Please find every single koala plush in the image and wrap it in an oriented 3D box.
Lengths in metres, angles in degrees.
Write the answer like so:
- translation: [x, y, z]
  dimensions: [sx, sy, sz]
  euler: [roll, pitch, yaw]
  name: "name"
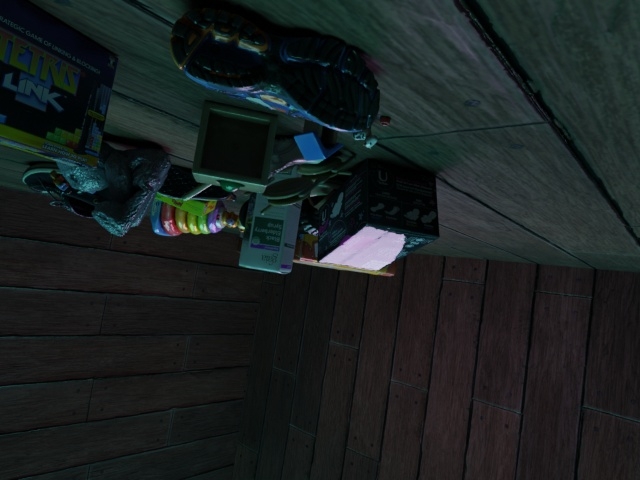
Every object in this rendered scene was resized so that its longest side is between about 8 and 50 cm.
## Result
- translation: [-0.468, -0.155, 0.972]
  dimensions: [0.221, 0.203, 0.196]
  euler: [31, -178, -14]
  name: "koala plush"

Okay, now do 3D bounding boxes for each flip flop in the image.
- translation: [0.043, -0.100, 1.079]
  dimensions: [0.277, 0.079, 0.112]
  euler: [7, 175, 15]
  name: "flip flop"

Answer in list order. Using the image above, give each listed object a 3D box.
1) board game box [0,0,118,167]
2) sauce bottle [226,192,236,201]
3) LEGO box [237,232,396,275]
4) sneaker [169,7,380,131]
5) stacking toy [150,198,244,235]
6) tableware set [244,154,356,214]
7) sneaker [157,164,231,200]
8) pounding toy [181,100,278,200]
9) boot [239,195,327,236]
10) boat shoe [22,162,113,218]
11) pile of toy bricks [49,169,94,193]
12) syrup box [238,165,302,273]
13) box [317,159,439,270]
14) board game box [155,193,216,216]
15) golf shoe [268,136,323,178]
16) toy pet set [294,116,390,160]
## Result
- translation: [-0.310, -0.168, 0.472]
  dimensions: [0.048, 0.140, 0.170]
  euler: [9, 177, 26]
  name: "board game box"
- translation: [-0.298, -0.145, 1.387]
  dimensions: [0.042, 0.042, 0.128]
  euler: [8, 175, 10]
  name: "sauce bottle"
- translation: [0.000, 0.000, 1.695]
  dimensions: [0.501, 0.192, 0.373]
  euler: [13, 174, -44]
  name: "LEGO box"
- translation: [-0.039, -0.171, 0.459]
  dimensions: [0.222, 0.083, 0.087]
  euler: [16, -173, -20]
  name: "sneaker"
- translation: [-0.352, -0.077, 1.384]
  dimensions: [0.302, 0.175, 0.166]
  euler: [11, 178, 9]
  name: "stacking toy"
- translation: [-0.026, -0.102, 0.795]
  dimensions: [0.128, 0.039, 0.194]
  euler: [5, -149, 33]
  name: "tableware set"
- translation: [-0.358, -0.146, 1.217]
  dimensions: [0.235, 0.084, 0.097]
  euler: [11, 177, -27]
  name: "sneaker"
- translation: [-0.146, -0.126, 0.699]
  dimensions: [0.130, 0.141, 0.100]
  euler: [9, 176, -10]
  name: "pounding toy"
- translation: [-0.043, -0.070, 1.255]
  dimensions: [0.349, 0.130, 0.260]
  euler: [-1, -175, -16]
  name: "boot"
- translation: [-0.774, -0.154, 1.445]
  dimensions: [0.501, 0.155, 0.187]
  euler: [8, 178, 20]
  name: "boat shoe"
- translation: [-0.636, -0.192, 1.142]
  dimensions: [0.212, 0.118, 0.105]
  euler: [16, 149, 38]
  name: "pile of toy bricks"
- translation: [-0.104, -0.049, 0.988]
  dimensions: [0.093, 0.236, 0.096]
  euler: [8, 176, 13]
  name: "syrup box"
- translation: [0.112, -0.042, 0.940]
  dimensions: [0.164, 0.141, 0.247]
  euler: [9, 158, -20]
  name: "box"
- translation: [-0.400, -0.130, 1.275]
  dimensions: [0.182, 0.043, 0.092]
  euler: [23, -160, 3]
  name: "board game box"
- translation: [-0.081, -0.139, 0.786]
  dimensions: [0.177, 0.085, 0.069]
  euler: [6, 174, 2]
  name: "golf shoe"
- translation: [0.016, -0.148, 0.614]
  dimensions: [0.122, 0.065, 0.114]
  euler: [13, 173, -43]
  name: "toy pet set"
